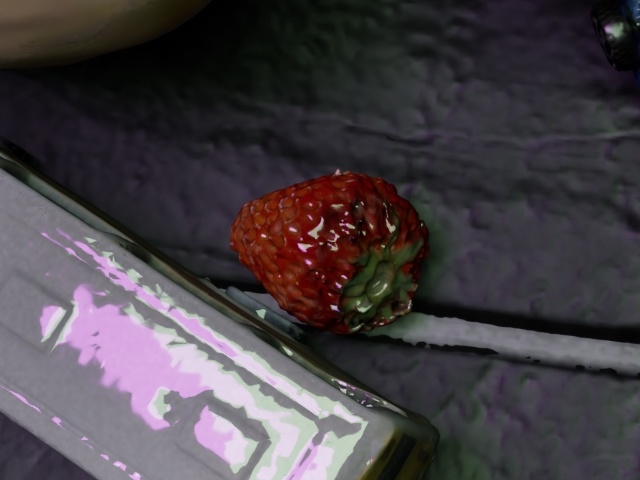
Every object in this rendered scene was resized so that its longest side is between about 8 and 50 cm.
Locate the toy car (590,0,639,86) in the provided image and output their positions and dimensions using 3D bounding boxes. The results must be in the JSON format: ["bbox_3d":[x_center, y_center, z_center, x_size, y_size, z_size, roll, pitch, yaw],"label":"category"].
[{"bbox_3d":[0.179,-0.044,0.691,0.103,0.063,0.216,-20,67,9],"label":"toy car"}]

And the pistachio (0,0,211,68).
[{"bbox_3d":[-0.130,-0.178,0.686,0.321,0.238,0.229,-6,67,55],"label":"pistachio"}]

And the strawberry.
[{"bbox_3d":[0.000,0.000,0.723,0.083,0.073,0.073,29,86,36],"label":"strawberry"}]

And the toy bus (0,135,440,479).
[{"bbox_3d":[-0.118,0.024,0.707,0.342,0.138,0.097,32,90,15],"label":"toy bus"}]
